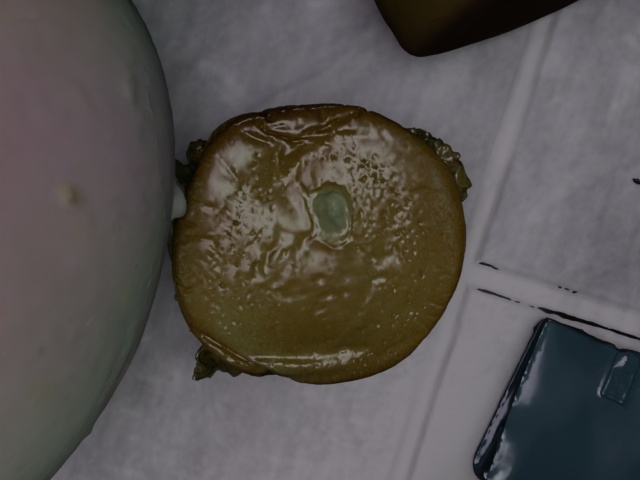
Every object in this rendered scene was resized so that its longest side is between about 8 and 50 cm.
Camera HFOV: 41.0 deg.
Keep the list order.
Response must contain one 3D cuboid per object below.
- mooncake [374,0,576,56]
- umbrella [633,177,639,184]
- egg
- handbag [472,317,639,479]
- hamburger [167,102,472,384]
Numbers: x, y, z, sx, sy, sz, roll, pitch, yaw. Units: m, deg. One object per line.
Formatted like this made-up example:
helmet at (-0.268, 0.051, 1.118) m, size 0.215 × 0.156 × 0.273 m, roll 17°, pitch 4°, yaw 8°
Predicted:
mooncake at (0.144, -0.215, 0.532) m, size 0.235 × 0.235 × 0.117 m, roll -27°, pitch 86°, yaw 3°
umbrella at (0.299, -0.011, 0.630) m, size 0.149 × 0.022 × 0.022 m, roll 31°, pitch 67°, yaw 0°
egg at (-0.240, -0.030, 0.481) m, size 0.354 × 0.354 × 0.340 m, roll 40°, pitch 92°, yaw 0°
handbag at (0.236, 0.159, 0.627) m, size 0.221 × 0.057 × 0.144 m, roll 23°, pitch 86°, yaw 2°
hamburger at (0.000, 0.000, 0.592) m, size 0.215 × 0.122 × 0.189 m, roll -10°, pitch 99°, yaw -1°
